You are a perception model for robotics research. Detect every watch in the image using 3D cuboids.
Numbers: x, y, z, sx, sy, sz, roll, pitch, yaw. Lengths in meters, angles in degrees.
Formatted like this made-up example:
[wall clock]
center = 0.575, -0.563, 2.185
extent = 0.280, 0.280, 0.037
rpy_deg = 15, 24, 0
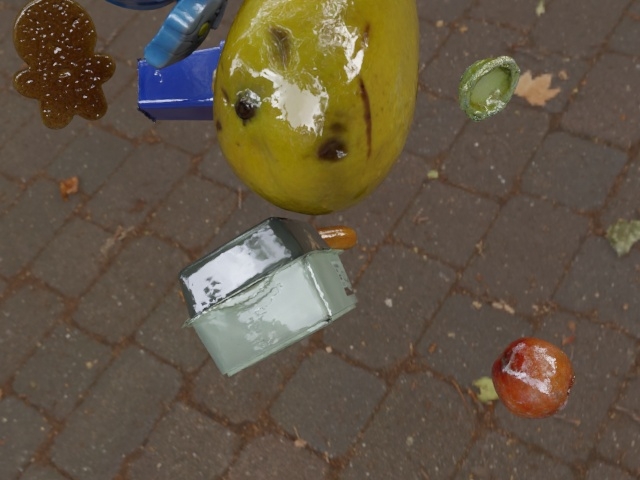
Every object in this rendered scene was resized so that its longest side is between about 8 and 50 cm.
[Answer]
[watch]
center = -0.251, -0.413, 1.071
extent = 0.275, 0.241, 0.305
rpy_deg = 21, 90, -9

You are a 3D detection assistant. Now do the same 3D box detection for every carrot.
[carrot]
center = 0.000, 0.000, 1.881
extent = 0.225, 0.067, 0.067
rpy_deg = -7, 42, -36

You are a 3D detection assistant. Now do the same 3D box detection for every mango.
[mango]
center = 0.022, -0.228, 0.986
extent = 0.221, 0.301, 0.445
rpy_deg = -1, 42, 31

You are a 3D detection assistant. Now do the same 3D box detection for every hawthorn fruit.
[hawthorn fruit]
center = 0.439, 0.285, 1.595
extent = 0.173, 0.172, 0.172
rpy_deg = -7, 52, 10

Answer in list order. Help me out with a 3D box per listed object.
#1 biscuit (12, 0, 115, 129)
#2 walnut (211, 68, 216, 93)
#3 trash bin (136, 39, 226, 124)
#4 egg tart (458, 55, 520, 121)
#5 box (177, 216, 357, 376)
[biscuit]
center = -0.453, -0.313, 1.341
extent = 0.180, 0.236, 0.039
rpy_deg = -15, 37, -19
[walnut]
center = -0.069, -0.240, 1.337
extent = 0.222, 0.244, 0.268
rpy_deg = -16, 67, 55
[trash bin]
center = -0.271, -0.334, 1.649
extent = 0.235, 0.184, 0.162
rpy_deg = -2, 82, 9
[egg tart]
center = 0.448, -0.418, 2.055
extent = 0.197, 0.197, 0.078
rpy_deg = -26, 50, -5
[box]
center = -0.071, 0.076, 1.125
extent = 0.221, 0.290, 0.166
rpy_deg = -30, 84, 8
